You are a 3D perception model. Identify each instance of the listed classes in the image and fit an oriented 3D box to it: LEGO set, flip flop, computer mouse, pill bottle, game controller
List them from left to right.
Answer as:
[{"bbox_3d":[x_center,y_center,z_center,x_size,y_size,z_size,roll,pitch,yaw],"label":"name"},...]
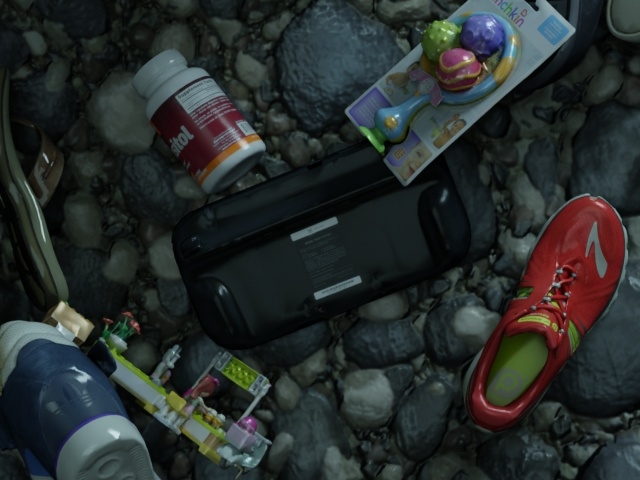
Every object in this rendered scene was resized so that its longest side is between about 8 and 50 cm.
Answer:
[{"bbox_3d":[-0.316,-0.059,1.738,0.080,0.112,0.277,-16,81,-19],"label":"flip flop"},{"bbox_3d":[-0.159,0.139,1.693,0.287,0.132,0.107,35,81,17],"label":"LEGO set"},{"bbox_3d":[-0.137,-0.133,1.720,0.086,0.086,0.152,-39,82,4],"label":"pill bottle"},{"bbox_3d":[0.000,0.000,1.714,0.319,0.067,0.166,-22,98,6],"label":"game controller"},{"bbox_3d":[0.261,-0.282,1.669,0.188,0.072,0.272,12,86,45],"label":"computer mouse"}]

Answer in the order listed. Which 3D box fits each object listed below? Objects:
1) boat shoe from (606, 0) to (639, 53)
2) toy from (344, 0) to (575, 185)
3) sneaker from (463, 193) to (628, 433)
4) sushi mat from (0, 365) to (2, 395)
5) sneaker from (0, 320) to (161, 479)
[{"bbox_3d":[0.392,-0.352,1.672,0.112,0.095,0.335,13,83,46],"label":"boat shoe"},{"bbox_3d":[0.133,-0.184,1.637,0.237,0.056,0.137,-44,50,10],"label":"toy"},{"bbox_3d":[0.241,0.081,1.639,0.107,0.118,0.279,27,90,8],"label":"sneaker"},{"bbox_3d":[-0.419,0.104,1.668,0.019,0.316,0.151,-2,82,-37],"label":"sushi mat"},{"bbox_3d":[-0.268,0.221,1.663,0.130,0.323,0.236,-29,54,-22],"label":"sneaker"}]
